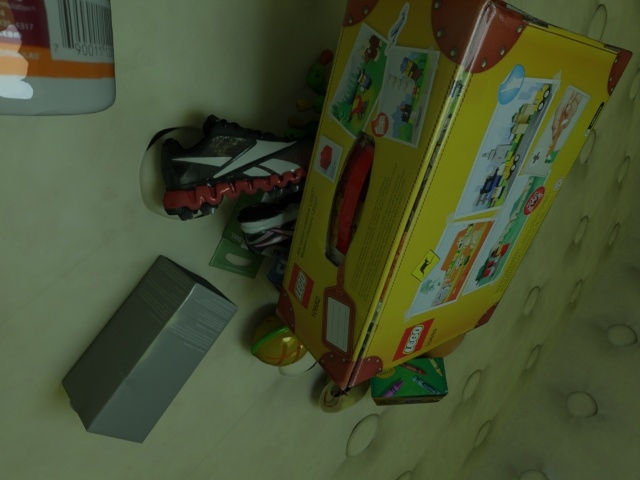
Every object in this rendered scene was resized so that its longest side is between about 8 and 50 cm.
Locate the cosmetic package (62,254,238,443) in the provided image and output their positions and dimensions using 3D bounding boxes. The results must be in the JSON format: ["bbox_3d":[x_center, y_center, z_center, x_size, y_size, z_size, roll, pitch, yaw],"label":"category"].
[{"bbox_3d":[-0.249,0.155,0.647,0.238,0.127,0.107,-56,136,-7],"label":"cosmetic package"}]

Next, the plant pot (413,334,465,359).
[{"bbox_3d":[0.235,0.169,1.099,0.205,0.205,0.188,-45,118,-20],"label":"plant pot"}]

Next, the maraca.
[{"bbox_3d":[-0.063,0.195,0.871,0.127,0.099,0.186,-35,156,17],"label":"maraca"}]

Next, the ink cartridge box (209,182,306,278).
[{"bbox_3d":[-0.094,-0.028,0.760,0.109,0.062,0.209,24,91,-48],"label":"ink cartridge box"}]

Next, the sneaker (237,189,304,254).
[{"bbox_3d":[-0.048,-0.029,0.714,0.178,0.072,0.077,-14,124,-22],"label":"sneaker"}]

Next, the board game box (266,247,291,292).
[{"bbox_3d":[0.000,0.000,0.824,0.243,0.042,0.165,-58,160,-15],"label":"board game box"}]

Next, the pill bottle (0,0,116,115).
[{"bbox_3d":[-0.286,-0.305,0.324,0.224,0.224,0.391,-13,117,-41],"label":"pill bottle"}]

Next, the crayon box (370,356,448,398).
[{"bbox_3d":[0.210,0.351,1.072,0.278,0.166,0.081,68,17,-65],"label":"crayon box"}]

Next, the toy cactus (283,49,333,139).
[{"bbox_3d":[0.029,-0.228,0.775,0.218,0.112,0.180,-61,149,-19],"label":"toy cactus"}]

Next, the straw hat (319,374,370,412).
[{"bbox_3d":[0.047,0.350,1.079,0.145,0.061,0.144,-13,121,-23],"label":"straw hat"}]

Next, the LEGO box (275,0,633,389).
[{"bbox_3d":[0.176,-0.071,0.656,0.373,0.193,0.499,-10,127,-38],"label":"LEGO box"}]

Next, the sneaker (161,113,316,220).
[{"bbox_3d":[-0.102,-0.125,0.638,0.276,0.097,0.135,-15,102,-10],"label":"sneaker"}]
